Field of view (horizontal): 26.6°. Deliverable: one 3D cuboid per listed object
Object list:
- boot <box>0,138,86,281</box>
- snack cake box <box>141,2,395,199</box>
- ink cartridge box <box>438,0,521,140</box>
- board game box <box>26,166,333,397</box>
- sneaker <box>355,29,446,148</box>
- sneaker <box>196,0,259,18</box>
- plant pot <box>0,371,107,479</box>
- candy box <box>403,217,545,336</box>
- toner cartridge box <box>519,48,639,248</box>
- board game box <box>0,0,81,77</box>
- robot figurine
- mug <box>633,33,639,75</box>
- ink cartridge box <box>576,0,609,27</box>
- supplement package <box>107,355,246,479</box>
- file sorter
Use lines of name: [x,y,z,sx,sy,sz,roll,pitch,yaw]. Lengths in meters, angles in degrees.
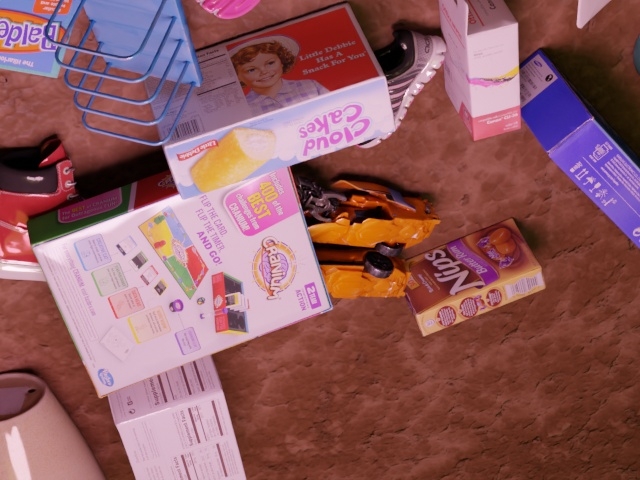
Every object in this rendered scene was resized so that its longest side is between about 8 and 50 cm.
boot: [-0.287,-0.036,1.662,0.244,0.088,0.176,5,119,-28]
snack cake box: [-0.063,-0.164,1.578,0.264,0.152,0.089,-18,135,-3]
ink cartridge box: [0.192,-0.236,1.632,0.067,0.115,0.198,-15,134,-5]
board game box: [-0.166,0.033,1.653,0.316,0.064,0.242,-20,123,-6]
sneaker: [0.079,-0.192,1.669,0.074,0.063,0.170,23,116,-32]
sneaker: [-0.163,-0.342,1.423,0.103,0.111,0.252,-39,109,1]
plant pot: [-0.407,0.329,1.847,0.256,0.256,0.274,-11,117,-10]
candy box: [0.207,0.051,1.895,0.186,0.109,0.053,-23,134,0]
toner cartridge box: [0.383,-0.095,1.793,0.075,0.165,0.348,-39,132,15]
board game box: [-0.334,-0.283,1.446,0.160,0.047,0.210,7,128,-26]
robot figurine: [0.000,0.000,1.792,0.291,0.085,0.211,6,127,-25]
mug: [0.493,-0.224,1.765,0.129,0.097,0.157,-40,131,16]
ink cartridge box: [0.277,-0.429,1.432,0.207,0.119,0.353,-43,142,-32]
supplement package: [-0.202,0.239,1.845,0.145,0.204,0.262,-17,133,-8]
file sorter: [-0.211,-0.195,1.452,0.118,0.104,0.170,14,153,13]
